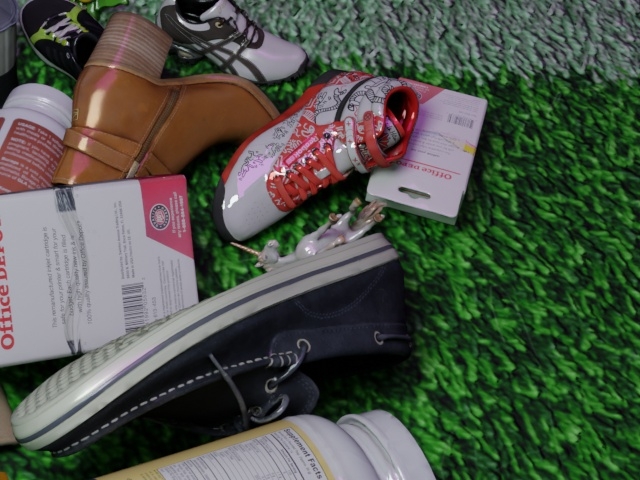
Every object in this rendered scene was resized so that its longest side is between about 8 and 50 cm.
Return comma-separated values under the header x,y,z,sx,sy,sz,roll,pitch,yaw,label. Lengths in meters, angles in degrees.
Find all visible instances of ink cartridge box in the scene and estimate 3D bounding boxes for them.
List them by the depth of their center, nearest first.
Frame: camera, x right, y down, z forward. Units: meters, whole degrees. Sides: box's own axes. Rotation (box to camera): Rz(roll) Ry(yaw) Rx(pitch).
x,y,z,sx,sy,sz,roll,pitch,yaw,label
-0.256,0.028,1.714,0.237,0.100,0.172,-8,96,-27,ink cartridge box
0.123,-0.094,1.974,0.115,0.067,0.198,16,50,4,ink cartridge box

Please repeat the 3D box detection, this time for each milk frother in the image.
x,y,z,sx,sy,sz,roll,pitch,yaw,label
-0.419,-0.204,1.921,0.129,0.135,0.143,6,51,-4,milk frother

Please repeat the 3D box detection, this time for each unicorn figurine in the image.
x,y,z,sx,sy,sz,roll,pitch,yaw,label
0.000,0.000,1.868,0.162,0.111,0.060,-4,66,-38,unicorn figurine

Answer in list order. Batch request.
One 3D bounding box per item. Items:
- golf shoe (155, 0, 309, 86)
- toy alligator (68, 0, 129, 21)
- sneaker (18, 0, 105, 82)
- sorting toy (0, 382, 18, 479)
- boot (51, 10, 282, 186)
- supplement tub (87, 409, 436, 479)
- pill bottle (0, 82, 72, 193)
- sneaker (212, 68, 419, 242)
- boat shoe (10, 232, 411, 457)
x,y,z,sx,sy,sz,roll,pitch,yaw,label
-0.108,-0.253,2.043,0.198,0.094,0.077,13,50,-2,golf shoe
-0.333,-0.315,2.081,0.189,0.056,0.051,21,92,7,toy alligator
-0.278,-0.233,1.983,0.084,0.097,0.234,-40,67,-16,sneaker
-0.420,0.177,1.659,0.229,0.041,0.307,-5,51,-34,sorting toy
-0.168,-0.101,1.880,0.109,0.283,0.220,-1,64,42,boot
-0.067,0.298,1.518,0.331,0.241,0.241,-15,56,-21,supplement tub
-0.340,-0.068,1.837,0.121,0.121,0.216,15,51,2,pill bottle
0.001,-0.096,1.888,0.145,0.090,0.270,12,51,44,sneaker
-0.082,0.126,1.644,0.500,0.187,0.156,-20,88,-45,boat shoe
